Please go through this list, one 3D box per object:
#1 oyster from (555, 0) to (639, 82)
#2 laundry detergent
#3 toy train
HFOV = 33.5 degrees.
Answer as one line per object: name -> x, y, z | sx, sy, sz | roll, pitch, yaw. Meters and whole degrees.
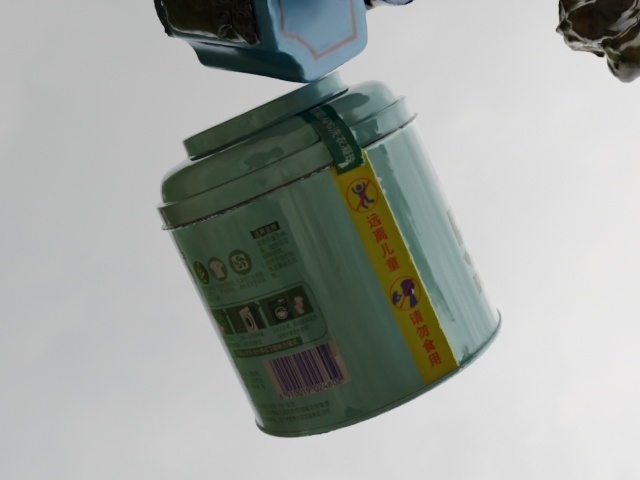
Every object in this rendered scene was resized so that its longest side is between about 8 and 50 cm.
oyster -> 0.298, -0.274, 0.849 | 0.197, 0.133, 0.337 | 36, -40, -2
laundry detergent -> 0.000, 0.000, 1.095 | 0.287, 0.287, 0.305 | -19, -80, 30
toy train -> -0.037, -0.317, 0.962 | 0.188, 0.265, 0.300 | 16, -50, 39
